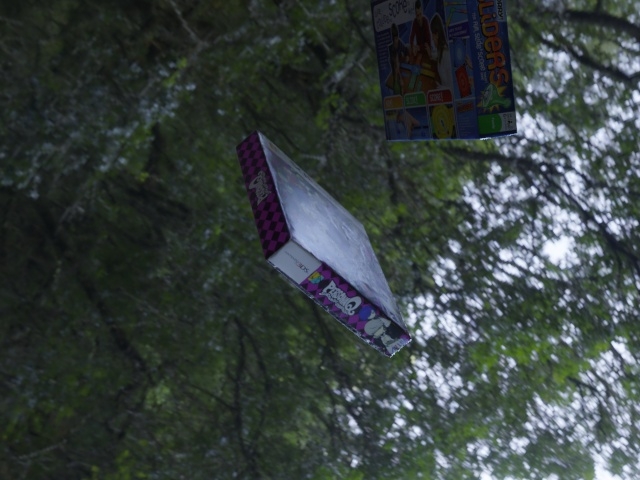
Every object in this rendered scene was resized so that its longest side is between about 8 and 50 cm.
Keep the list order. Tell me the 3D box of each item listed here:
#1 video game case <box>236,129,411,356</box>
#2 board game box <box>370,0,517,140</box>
[{"bbox_3d":[0.000,0.000,1.085,0.042,0.210,0.232,-40,-146,15],"label":"video game case"},{"bbox_3d":[0.099,-0.155,0.812,0.201,0.035,0.136,-161,-118,-72],"label":"board game box"}]
